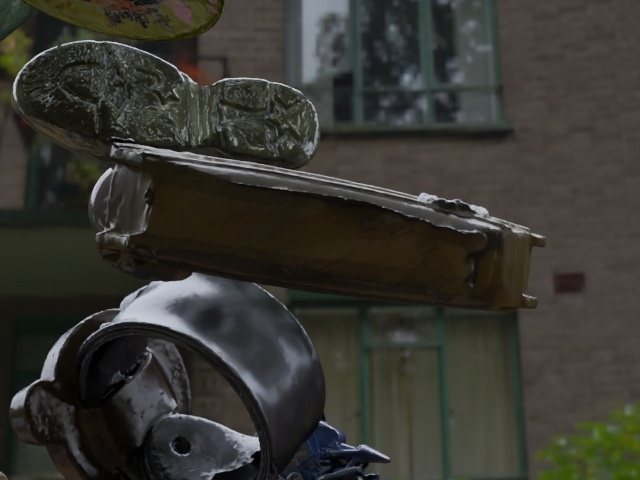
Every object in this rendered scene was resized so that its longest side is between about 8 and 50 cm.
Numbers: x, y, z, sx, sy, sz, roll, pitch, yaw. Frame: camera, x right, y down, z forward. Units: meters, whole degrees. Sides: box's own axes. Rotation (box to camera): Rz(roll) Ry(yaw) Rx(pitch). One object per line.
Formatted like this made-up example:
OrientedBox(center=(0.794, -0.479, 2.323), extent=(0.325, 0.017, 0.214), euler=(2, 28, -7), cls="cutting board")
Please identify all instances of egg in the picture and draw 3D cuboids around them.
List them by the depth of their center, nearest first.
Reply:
OrientedBox(center=(-0.286, -0.062, 2.385), extent=(0.135, 0.103, 0.103), euler=(-44, -38, 7), cls="egg")

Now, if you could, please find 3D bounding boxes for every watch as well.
OrientedBox(center=(-0.153, 0.212, 1.981), extent=(0.327, 0.314, 0.335), euler=(-12, -70, 36), cls="watch")

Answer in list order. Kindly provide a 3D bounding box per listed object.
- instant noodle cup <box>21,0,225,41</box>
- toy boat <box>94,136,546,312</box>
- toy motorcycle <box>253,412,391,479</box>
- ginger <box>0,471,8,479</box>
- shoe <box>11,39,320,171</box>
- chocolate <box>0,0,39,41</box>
OrientedBox(center=(-0.170, -0.319, 1.364), extent=(0.264, 0.200, 0.264), euler=(17, -22, 7), cls="instant noodle cup")
OrientedBox(center=(0.000, 0.000, 1.574), extent=(0.446, 0.135, 0.162), euler=(10, 2, 2), cls="toy boat")
OrientedBox(center=(-0.004, 0.282, 2.119), extent=(0.205, 0.114, 0.076), euler=(29, -2, 38), cls="toy motorcycle")
OrientedBox(center=(-0.371, 0.399, 1.349), extent=(0.122, 0.363, 0.348), euler=(21, -33, -7), cls="ginger")
OrientedBox(center=(-0.192, -0.105, 1.812), extent=(0.342, 0.132, 0.210), euler=(10, -29, -21), cls="shoe")
OrientedBox(center=(-0.308, -0.242, 1.514), extent=(0.110, 0.291, 0.110), euler=(22, -41, 21), cls="chocolate")
